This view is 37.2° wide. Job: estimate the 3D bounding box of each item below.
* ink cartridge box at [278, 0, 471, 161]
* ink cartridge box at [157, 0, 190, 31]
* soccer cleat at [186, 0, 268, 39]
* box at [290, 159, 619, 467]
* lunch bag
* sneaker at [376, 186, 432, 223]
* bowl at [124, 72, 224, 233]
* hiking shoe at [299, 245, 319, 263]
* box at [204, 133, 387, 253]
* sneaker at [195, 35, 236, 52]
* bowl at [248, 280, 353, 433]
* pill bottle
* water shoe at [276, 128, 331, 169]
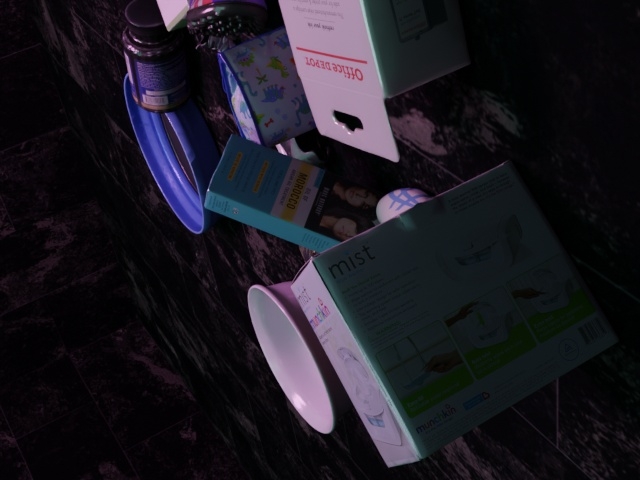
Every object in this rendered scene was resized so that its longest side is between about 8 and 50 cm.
[{"bbox_3d":[0.043,-0.281,1.035,0.207,0.119,0.353,30,140,57],"label":"ink cartridge box"},{"bbox_3d":[-0.273,-0.503,1.674,0.171,0.056,0.235,-3,108,69],"label":"ink cartridge box"},{"bbox_3d":[-0.138,-0.356,1.370,0.318,0.108,0.116,-141,57,-75],"label":"soccer cleat"},{"bbox_3d":[0.139,0.076,1.020,0.231,0.262,0.127,60,161,9],"label":"box"},{"bbox_3d":[-0.068,-0.224,1.381,0.096,0.128,0.151,20,134,63],"label":"lunch bag"},{"bbox_3d":[0.130,-0.003,1.213,0.237,0.086,0.085,37,149,55],"label":"sneaker"},{"bbox_3d":[-0.322,-0.208,2.136,0.391,0.077,0.391,51,157,32],"label":"bowl"},{"bbox_3d":[0.000,0.000,1.548,0.114,0.086,0.227,55,160,14],"label":"hiking shoe"},{"bbox_3d":[-0.032,-0.054,1.342,0.244,0.101,0.060,21,156,-3],"label":"box"},{"bbox_3d":[-0.180,-0.333,1.621,0.038,0.069,0.098,43,152,46],"label":"sneaker"},{"bbox_3d":[-0.004,0.188,1.722,0.298,0.134,0.298,51,156,33],"label":"bowl"},{"bbox_3d":[-0.324,-0.366,1.871,0.123,0.122,0.219,52,157,30],"label":"pill bottle"},{"bbox_3d":[-0.048,-0.190,1.493,0.203,0.073,0.080,55,138,13],"label":"water shoe"}]
